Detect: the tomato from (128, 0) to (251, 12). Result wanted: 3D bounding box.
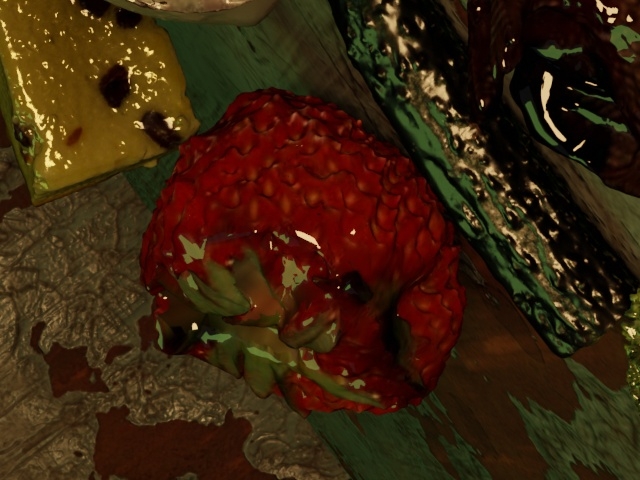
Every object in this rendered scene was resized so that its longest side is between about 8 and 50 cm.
[{"bbox_3d":[-0.063,-0.204,0.666,0.214,0.181,0.155,62,-176,-12],"label":"tomato"}]

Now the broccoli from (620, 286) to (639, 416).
[{"bbox_3d":[0.203,0.067,0.887,0.095,0.097,0.092,8,150,29],"label":"broccoli"}]

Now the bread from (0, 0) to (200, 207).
[{"bbox_3d":[-0.203,-0.217,1.217,0.077,0.138,0.361,172,80,-72],"label":"bread"}]

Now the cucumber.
[{"bbox_3d":[0.088,-0.062,0.974,0.300,0.072,0.072,54,169,-2],"label":"cucumber"}]

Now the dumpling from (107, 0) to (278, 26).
[{"bbox_3d":[-0.066,-0.173,0.834,0.227,0.243,0.175,33,151,42],"label":"dumpling"}]

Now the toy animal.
[{"bbox_3d":[0.150,-0.084,0.655,0.179,0.116,0.218,23,159,3],"label":"toy animal"}]

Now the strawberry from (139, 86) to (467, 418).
[{"bbox_3d":[-0.004,-0.001,1.228,0.261,0.257,0.261,21,150,13],"label":"strawberry"}]
